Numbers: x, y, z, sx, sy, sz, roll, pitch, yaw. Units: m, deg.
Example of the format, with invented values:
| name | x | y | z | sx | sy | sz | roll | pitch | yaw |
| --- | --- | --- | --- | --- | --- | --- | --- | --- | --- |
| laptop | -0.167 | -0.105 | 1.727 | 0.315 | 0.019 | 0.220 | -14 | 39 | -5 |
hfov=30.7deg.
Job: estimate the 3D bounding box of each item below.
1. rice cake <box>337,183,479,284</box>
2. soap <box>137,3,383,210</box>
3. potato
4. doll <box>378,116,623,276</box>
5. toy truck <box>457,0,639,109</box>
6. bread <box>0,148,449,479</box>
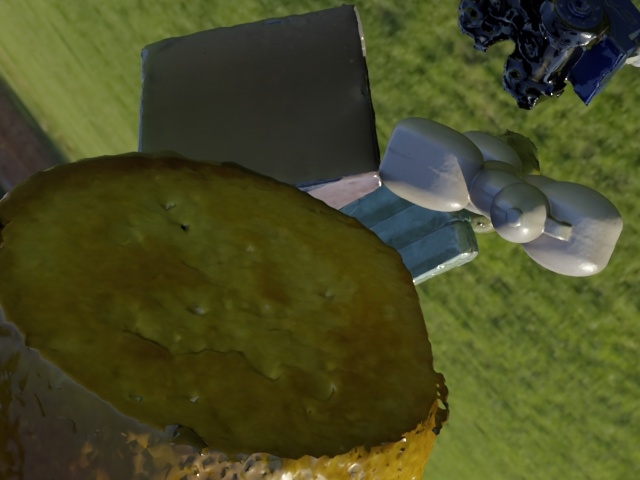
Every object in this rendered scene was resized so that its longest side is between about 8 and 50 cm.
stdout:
| name | x | y | z | sx | sy | sz | roll | pitch | yaw |
| --- | --- | --- | --- | --- | --- | --- | --- | --- | --- |
| rice cake | 0.062 | 0.006 | 1.229 | 0.038 | 0.211 | 0.124 | 9 | -119 | -62 |
| soap | -0.075 | -0.137 | 1.389 | 0.107 | 0.286 | 0.296 | 78 | -173 | -49 |
| potato | 0.217 | -0.073 | 1.384 | 0.085 | 0.105 | 0.188 | 47 | -155 | -12 |
| doll | 0.124 | -0.029 | 0.772 | 0.160 | 0.059 | 0.161 | 28 | -167 | 28 |
| toy truck | 0.275 | -0.269 | 1.310 | 0.213 | 0.177 | 0.161 | 56 | 158 | 14 |
| bread | -0.096 | 0.099 | 0.841 | 0.398 | 0.398 | 0.215 | 43 | 127 | 32 |
